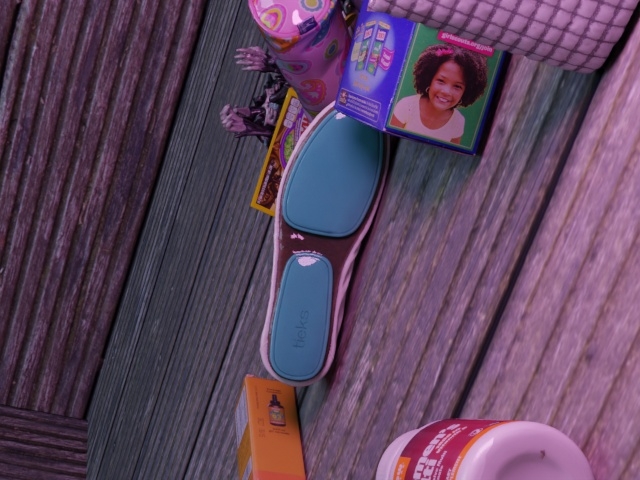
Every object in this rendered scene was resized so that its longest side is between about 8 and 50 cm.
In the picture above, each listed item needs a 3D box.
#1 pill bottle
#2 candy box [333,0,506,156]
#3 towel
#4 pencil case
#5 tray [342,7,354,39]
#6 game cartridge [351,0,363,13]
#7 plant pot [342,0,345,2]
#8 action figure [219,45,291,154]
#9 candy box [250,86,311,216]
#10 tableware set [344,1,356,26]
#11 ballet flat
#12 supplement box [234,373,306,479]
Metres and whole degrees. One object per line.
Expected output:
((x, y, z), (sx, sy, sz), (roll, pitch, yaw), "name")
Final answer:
((0.129, 0.211, 1.053), (0.221, 0.121, 0.121), (158, 124, -71), "pill bottle")
((0.134, -0.278, 1.445), (0.268, 0.122, 0.317), (-133, 57, -73), "candy box")
((0.186, -0.310, 1.086), (0.121, 0.235, 0.284), (-93, 22, -61), "towel")
((-0.002, -0.258, 1.696), (0.284, 0.124, 0.124), (59, -146, -61), "pencil case")
((0.002, -0.257, 2.061), (0.145, 0.030, 0.270), (-105, 32, -58), "tray")
((0.046, -0.422, 1.692), (0.062, 0.198, 0.297), (-23, 58, 20), "game cartridge")
((-0.002, -0.481, 1.969), (0.167, 0.187, 0.188), (-1, 65, 57), "plant pot")
((-0.090, -0.246, 2.066), (0.275, 0.141, 0.164), (138, 141, -59), "action figure")
((-0.031, -0.126, 1.938), (0.027, 0.105, 0.206), (-42, -27, -66), "candy box")
((0.049, -0.326, 1.824), (0.154, 0.024, 0.104), (-47, -6, -3), "tableware set")
((0.000, 0.000, 1.711), (0.139, 0.139, 0.400), (-162, 84, -74), "ballet flat")
((-0.074, 0.296, 1.784), (0.233, 0.078, 0.080), (-98, 23, -55), "supplement box")
